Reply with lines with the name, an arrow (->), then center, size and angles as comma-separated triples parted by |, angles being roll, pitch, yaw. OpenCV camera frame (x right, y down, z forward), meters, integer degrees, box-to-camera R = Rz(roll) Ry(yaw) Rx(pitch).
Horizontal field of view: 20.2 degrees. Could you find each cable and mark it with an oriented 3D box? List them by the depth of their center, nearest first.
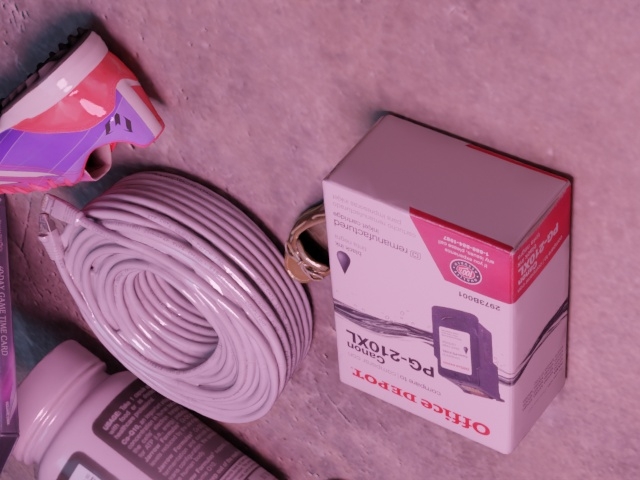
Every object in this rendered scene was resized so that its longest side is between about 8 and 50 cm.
cable -> -0.127, 0.055, 1.697 | 0.257, 0.089, 0.257 | 15, 138, 31

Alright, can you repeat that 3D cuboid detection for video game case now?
video game case -> -0.345, 0.114, 1.853 | 0.026, 0.274, 0.196 | 3, 150, -20

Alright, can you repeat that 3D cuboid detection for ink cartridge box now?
ink cartridge box -> 0.103, 0.039, 1.452 | 0.172, 0.100, 0.237 | 22, 140, 26

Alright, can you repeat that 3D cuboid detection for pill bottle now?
pill bottle -> -0.191, 0.239, 1.888 | 0.283, 0.161, 0.161 | 37, 144, 8

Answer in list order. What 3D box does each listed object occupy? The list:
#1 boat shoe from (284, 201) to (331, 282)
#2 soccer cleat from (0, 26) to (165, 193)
boat shoe -> 0.002, 0.001, 1.552 | 0.056, 0.048, 0.153 | 45, 144, -4
soccer cleat -> -0.259, -0.084, 1.664 | 0.116, 0.108, 0.318 | 45, 142, -12
